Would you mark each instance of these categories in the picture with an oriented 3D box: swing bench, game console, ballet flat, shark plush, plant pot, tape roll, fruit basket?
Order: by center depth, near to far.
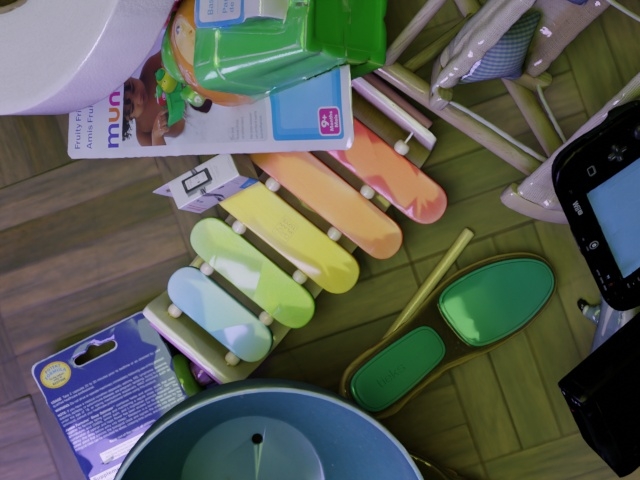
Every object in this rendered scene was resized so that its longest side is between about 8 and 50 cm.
[{"bbox_3d":[0.222,-0.162,1.563,0.255,0.165,0.253,47,138,4],"label":"swing bench"},{"bbox_3d":[0.273,0.035,1.564,0.213,0.361,0.044,-40,43,-10],"label":"game console"},{"bbox_3d":[-0.109,-0.238,1.636,0.353,0.165,0.327,1,89,35],"label":"fruit basket"},{"bbox_3d":[-0.265,-0.302,1.644,0.392,0.072,0.392,5,97,43],"label":"tape roll"},{"bbox_3d":[-0.054,0.248,1.654,0.290,0.195,0.290,-1,100,-6],"label":"plant pot"},{"bbox_3d":[0.260,0.064,1.692,0.067,0.073,0.161,-9,100,42],"label":"shark plush"},{"bbox_3d":[0.111,0.084,1.704,0.232,0.073,0.080,-31,88,-11],"label":"ballet flat"}]

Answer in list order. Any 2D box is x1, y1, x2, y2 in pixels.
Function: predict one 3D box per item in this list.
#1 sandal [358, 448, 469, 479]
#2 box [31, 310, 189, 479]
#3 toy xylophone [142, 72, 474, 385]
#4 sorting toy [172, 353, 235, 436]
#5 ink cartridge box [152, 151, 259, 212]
[{"bbox_3d":[0.118,0.241,1.736,0.180,0.049,0.072,20,104,-7],"label":"sandal"},{"bbox_3d":[-0.169,0.191,1.782,0.136,0.036,0.225,-26,92,11],"label":"box"},{"bbox_3d":[0.000,0.000,1.716,0.236,0.081,0.323,31,99,6],"label":"toy xylophone"},{"bbox_3d":[-0.097,0.140,1.755,0.042,0.061,0.102,-28,112,10],"label":"sorting toy"},{"bbox_3d":[-0.103,-0.049,1.669,0.083,0.048,0.028,-28,76,17],"label":"ink cartridge box"}]
